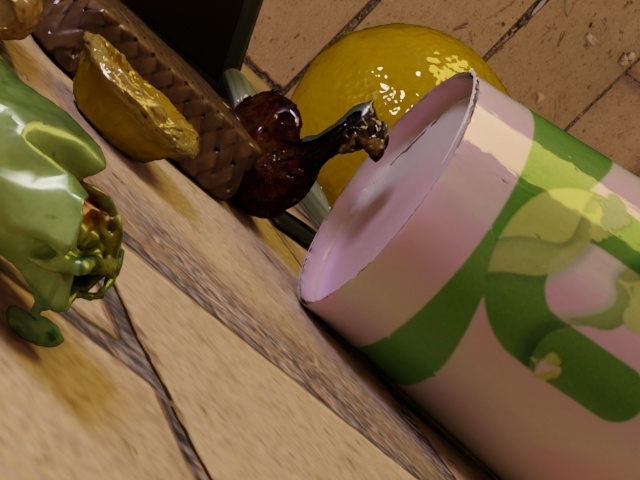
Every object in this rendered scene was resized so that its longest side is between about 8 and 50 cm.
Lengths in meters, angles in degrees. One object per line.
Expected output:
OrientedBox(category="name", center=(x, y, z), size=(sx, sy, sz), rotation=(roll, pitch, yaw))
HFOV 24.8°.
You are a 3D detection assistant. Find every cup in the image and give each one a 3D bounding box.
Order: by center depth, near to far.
OrientedBox(category="cup", center=(0.144, 0.039, 0.971), size=(0.274, 0.253, 0.253), rotation=(37, 6, -13))

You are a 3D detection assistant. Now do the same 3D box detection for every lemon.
OrientedBox(category="lemon", center=(0.097, -0.088, 1.541), size=(0.319, 0.245, 0.245), rotation=(61, 8, 13))

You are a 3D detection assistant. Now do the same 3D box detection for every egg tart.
OrientedBox(category="egg tart", center=(-0.114, -0.079, 0.859), size=(0.105, 0.039, 0.105), rotation=(45, 5, -5))

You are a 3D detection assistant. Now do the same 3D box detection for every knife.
OrientedBox(category="knife", center=(0.000, 0.000, 1.299), size=(0.072, 0.019, 0.245), rotation=(47, 7, 32))

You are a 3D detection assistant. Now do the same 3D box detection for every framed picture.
OrientedBox(category="framed picture", center=(-0.136, -0.258, 1.228), size=(0.231, 0.018, 0.293), rotation=(41, -24, 5))

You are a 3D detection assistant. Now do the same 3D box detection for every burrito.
OrientedBox(category="burrito", center=(-0.142, -0.070, 0.495), size=(0.288, 0.054, 0.104), rotation=(46, 3, 30))

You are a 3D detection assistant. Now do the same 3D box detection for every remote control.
OrientedBox(category="remote control", center=(-0.035, -0.079, 1.266), size=(0.162, 0.029, 0.061), rotation=(52, 12, -37))

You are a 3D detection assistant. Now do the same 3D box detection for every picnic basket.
OrientedBox(category="picnic basket", center=(-0.120, -0.110, 0.998), size=(0.193, 0.055, 0.110), rotation=(43, 5, -41))

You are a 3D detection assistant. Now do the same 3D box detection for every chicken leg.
OrientedBox(category="chicken leg", center=(-0.026, -0.066, 1.073), size=(0.051, 0.106, 0.253), rotation=(36, -7, -24))

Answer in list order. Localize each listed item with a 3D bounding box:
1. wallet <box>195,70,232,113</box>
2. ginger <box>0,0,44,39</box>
OrientedBox(category="wallet", center=(-0.091, -0.103, 1.276), size=(0.118, 0.039, 0.153), rotation=(48, 6, 5))
OrientedBox(category="ginger", center=(-0.254, -0.238, 0.839), size=(0.333, 0.081, 0.148), rotation=(47, -11, 14))
